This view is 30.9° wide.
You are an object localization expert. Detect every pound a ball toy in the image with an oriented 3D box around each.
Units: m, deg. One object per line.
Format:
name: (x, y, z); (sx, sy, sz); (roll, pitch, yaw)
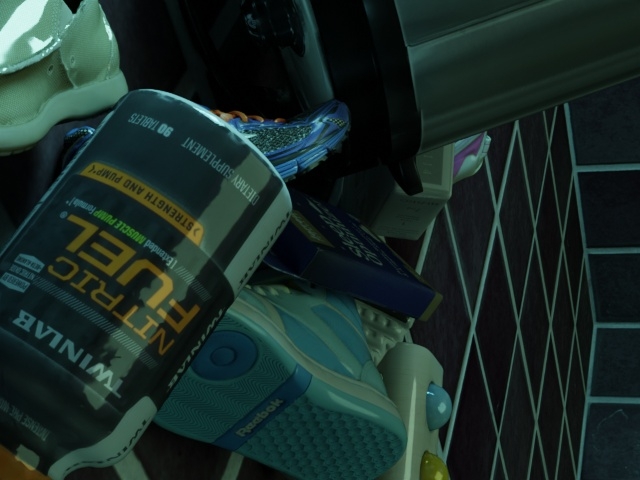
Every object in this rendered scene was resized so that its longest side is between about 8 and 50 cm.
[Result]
pound a ball toy: (0.060, 0.267, 1.244); (0.208, 0.136, 0.319); (52, 41, -59)

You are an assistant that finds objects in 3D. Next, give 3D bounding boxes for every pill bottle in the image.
pill bottle: (-0.132, 0.041, 0.678); (0.245, 0.130, 0.130); (-57, 147, -20)

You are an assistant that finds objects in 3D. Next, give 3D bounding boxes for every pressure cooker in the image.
pressure cooker: (0.081, -0.265, 0.970); (0.375, 0.420, 0.370); (81, -11, -73)

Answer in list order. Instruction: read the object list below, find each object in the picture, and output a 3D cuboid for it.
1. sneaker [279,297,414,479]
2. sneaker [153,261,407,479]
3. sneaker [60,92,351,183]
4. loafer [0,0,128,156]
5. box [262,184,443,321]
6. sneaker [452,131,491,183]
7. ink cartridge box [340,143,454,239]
sneaker: (0.018, 0.122, 1.186); (0.118, 0.110, 0.292); (-57, -175, 42)
sneaker: (-0.067, 0.067, 0.968); (0.319, 0.127, 0.208); (40, 22, -40)
sneaker: (-0.080, -0.067, 0.815); (0.083, 0.221, 0.087); (-3, -75, 70)
loafer: (-0.190, -0.100, 0.645); (0.268, 0.102, 0.092); (-56, 140, -72)
box: (0.000, 0.000, 1.025); (0.225, 0.136, 0.036); (20, 109, -48)
sneaker: (0.161, -0.144, 1.431); (0.111, 0.103, 0.252); (32, 99, -38)
ink cartridge box: (0.086, -0.143, 1.265); (0.261, 0.066, 0.296); (121, -24, -70)
